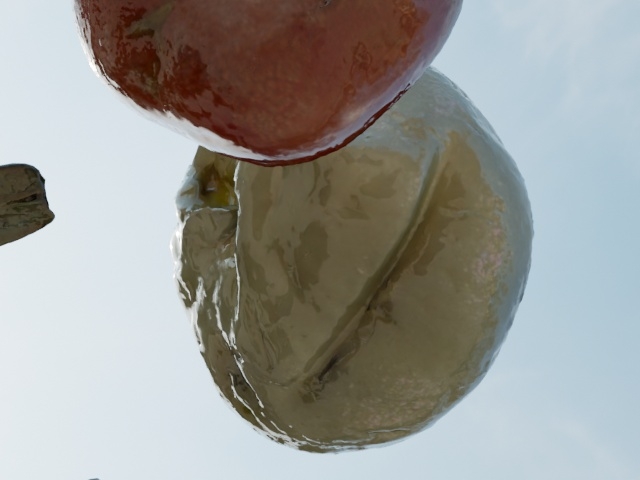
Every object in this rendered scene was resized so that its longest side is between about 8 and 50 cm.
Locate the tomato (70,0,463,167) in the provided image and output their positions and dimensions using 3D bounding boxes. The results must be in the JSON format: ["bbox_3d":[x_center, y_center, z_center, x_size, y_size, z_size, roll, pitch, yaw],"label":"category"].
[{"bbox_3d":[-0.038,-0.162,0.741,0.237,0.095,0.236,-3,-102,13],"label":"tomato"}]

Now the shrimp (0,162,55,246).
[{"bbox_3d":[-0.283,0.028,0.792,0.253,0.173,0.058,-23,-63,-6],"label":"shrimp"}]

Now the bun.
[{"bbox_3d":[0.000,0.000,1.103,0.365,0.219,0.365,-19,-115,49],"label":"bun"}]

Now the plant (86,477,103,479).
[{"bbox_3d":[-0.199,0.216,0.899,0.174,0.085,0.087,-30,-105,21],"label":"plant"}]
